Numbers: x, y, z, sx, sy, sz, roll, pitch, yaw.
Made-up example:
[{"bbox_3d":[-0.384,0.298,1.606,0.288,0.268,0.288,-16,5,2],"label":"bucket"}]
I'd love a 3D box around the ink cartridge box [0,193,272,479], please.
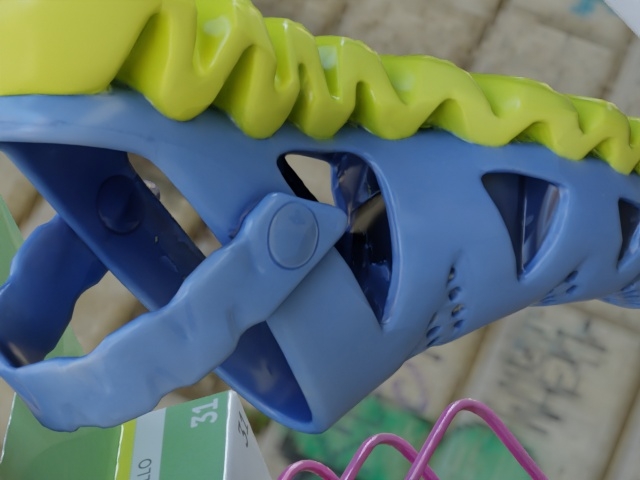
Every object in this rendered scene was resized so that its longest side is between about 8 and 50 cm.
[{"bbox_3d":[-0.056,0.108,0.645,0.171,0.056,0.235,-92,-15,-58],"label":"ink cartridge box"}]

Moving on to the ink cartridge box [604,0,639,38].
[{"bbox_3d":[0.121,-0.168,0.602,0.093,0.212,0.154,-10,-49,-23],"label":"ink cartridge box"}]

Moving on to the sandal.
[{"bbox_3d":[0.000,0.000,0.628,0.317,0.126,0.138,8,-93,-36],"label":"sandal"}]

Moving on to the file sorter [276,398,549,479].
[{"bbox_3d":[0.014,0.248,1.138,0.291,0.202,0.182,-27,17,39],"label":"file sorter"}]
